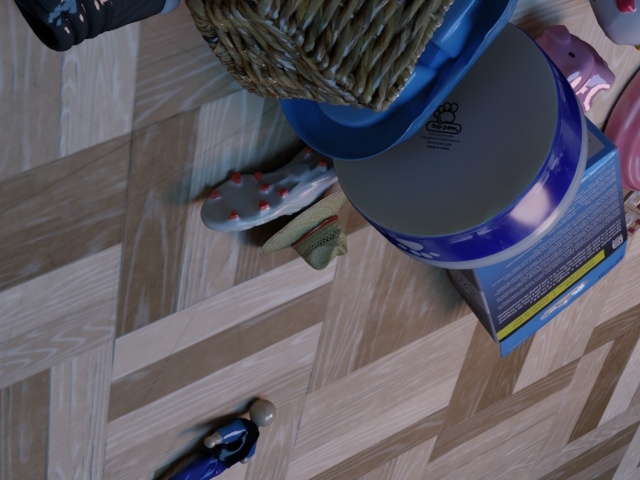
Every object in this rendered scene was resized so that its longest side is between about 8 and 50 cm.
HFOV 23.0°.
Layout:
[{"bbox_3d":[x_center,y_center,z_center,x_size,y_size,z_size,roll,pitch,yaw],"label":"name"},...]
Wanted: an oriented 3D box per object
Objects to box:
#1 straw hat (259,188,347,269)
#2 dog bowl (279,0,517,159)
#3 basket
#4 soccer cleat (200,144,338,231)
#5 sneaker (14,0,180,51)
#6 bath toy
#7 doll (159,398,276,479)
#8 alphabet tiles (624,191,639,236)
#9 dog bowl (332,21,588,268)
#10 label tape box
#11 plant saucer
[{"bbox_3d":[0.000,0.000,1.829,0.144,0.061,0.144,-34,174,-4],"label":"straw hat"},{"bbox_3d":[0.086,-0.213,1.604,0.297,0.166,0.074,-50,162,15],"label":"dog bowl"},{"bbox_3d":[0.002,-0.286,1.369,0.213,0.223,0.299,37,79,-31],"label":"basket"},{"bbox_3d":[-0.048,-0.050,1.754,0.196,0.068,0.076,-29,152,-27],"label":"soccer cleat"},{"bbox_3d":[-0.187,-0.259,1.255,0.147,0.104,0.296,-34,155,-23],"label":"sneaker"},{"bbox_3d":[0.277,-0.199,1.894,0.129,0.151,0.348,36,106,-17],"label":"bath toy"},{"bbox_3d":[-0.134,0.285,2.123,0.189,0.046,0.129,-40,152,-1],"label":"doll"},{"bbox_3d":[0.544,-0.104,2.454,0.237,0.009,0.198,-49,151,12],"label":"alphabet tiles"},{"bbox_3d":[0.149,-0.109,1.703,0.265,0.265,0.104,-44,149,5],"label":"dog bowl"},{"bbox_3d":[0.296,-0.006,2.184,0.249,0.115,0.348,-38,154,-6],"label":"label tape box"},{"bbox_3d":[0.554,-0.190,2.261,0.332,0.084,0.332,-28,146,-21],"label":"plant saucer"}]
